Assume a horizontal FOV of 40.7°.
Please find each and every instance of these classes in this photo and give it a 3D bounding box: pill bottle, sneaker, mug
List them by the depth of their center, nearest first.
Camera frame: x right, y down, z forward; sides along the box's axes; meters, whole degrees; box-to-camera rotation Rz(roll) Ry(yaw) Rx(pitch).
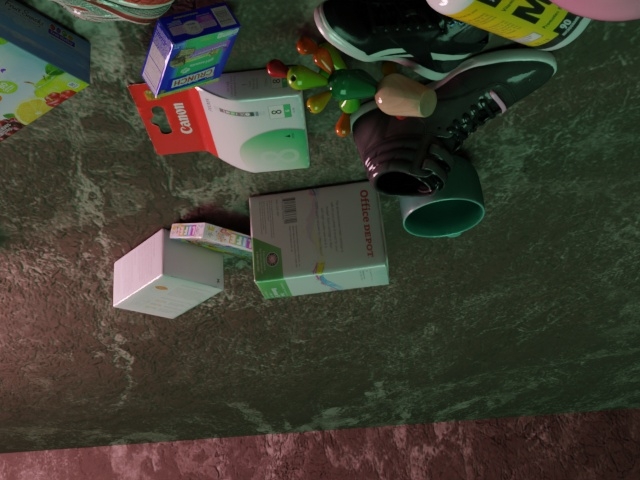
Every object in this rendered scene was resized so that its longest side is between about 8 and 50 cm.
[{"bbox_3d":[-0.260,-0.265,0.882,0.225,0.088,0.092,10,158,-22],"label":"sneaker"},{"bbox_3d":[0.180,-0.281,0.898,0.208,0.119,0.119,10,150,-30],"label":"pill bottle"},{"bbox_3d":[0.106,-0.261,0.987,0.216,0.079,0.121,6,150,-40],"label":"sneaker"},{"bbox_3d":[0.182,-0.145,1.149,0.295,0.147,0.104,-19,150,22],"label":"sneaker"},{"bbox_3d":[0.183,-0.070,1.358,0.129,0.097,0.158,1,154,-14],"label":"mug"}]

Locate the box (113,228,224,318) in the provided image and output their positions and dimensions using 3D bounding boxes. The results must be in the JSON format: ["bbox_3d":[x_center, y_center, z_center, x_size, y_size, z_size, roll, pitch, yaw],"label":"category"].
[{"bbox_3d":[-0.274,0.063,1.549,0.130,0.091,0.170,18,146,-39],"label":"box"}]

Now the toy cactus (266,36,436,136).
[{"bbox_3d":[0.056,-0.178,1.054,0.180,0.112,0.219,24,-173,40],"label":"toy cactus"}]

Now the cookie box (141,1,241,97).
[{"bbox_3d":[-0.152,-0.221,1.008,0.091,0.040,0.107,-24,166,-30],"label":"cookie box"}]

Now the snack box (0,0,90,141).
[{"bbox_3d":[-0.402,-0.200,1.005,0.207,0.070,0.174,-23,150,30],"label":"snack box"}]

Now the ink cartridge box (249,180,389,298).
[{"bbox_3d":[0.000,0.000,1.400,0.212,0.154,0.093,-9,155,6],"label":"ink cartridge box"}]

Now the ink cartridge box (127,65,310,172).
[{"bbox_3d":[-0.131,-0.154,1.177,0.224,0.056,0.181,-7,154,0],"label":"ink cartridge box"}]

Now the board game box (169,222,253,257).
[{"bbox_3d":[-0.165,0.001,1.476,0.154,0.026,0.103,18,168,-39],"label":"board game box"}]

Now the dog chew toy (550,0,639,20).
[{"bbox_3d":[0.240,-0.343,0.704,0.206,0.207,0.332,-14,141,18],"label":"dog chew toy"}]
